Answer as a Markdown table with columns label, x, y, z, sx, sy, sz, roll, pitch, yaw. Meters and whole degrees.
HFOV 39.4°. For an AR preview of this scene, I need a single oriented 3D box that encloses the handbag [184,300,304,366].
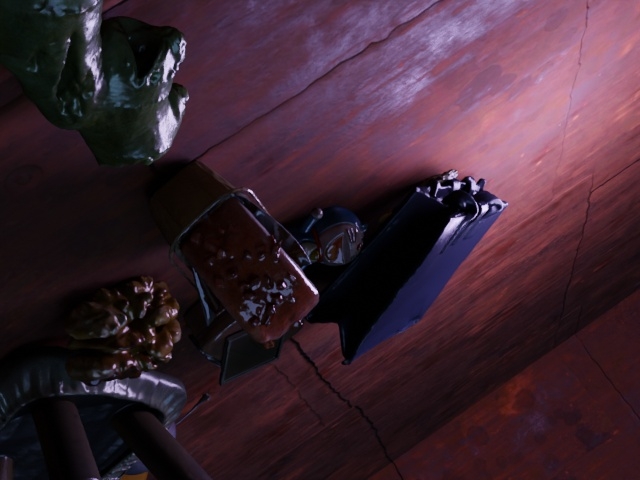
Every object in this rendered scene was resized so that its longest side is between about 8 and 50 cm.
| label | x | y | z | sx | sy | sz | roll | pitch | yaw |
| --- | --- | --- | --- | --- | --- | --- | --- | --- | --- |
| handbag | -0.119 | 0.126 | 1.378 | 0.151 | 0.072 | 0.193 | -36 | 157 | 2 |

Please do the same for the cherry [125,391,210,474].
| label | x | y | z | sx | sy | sz | roll | pitch | yaw |
| --- | --- | --- | --- | --- | --- | --- | --- | --- | --- |
| cherry | -0.278 | 0.290 | 1.444 | 0.188 | 0.115 | 0.148 | -40 | 117 | -6 |

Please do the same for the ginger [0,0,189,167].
| label | x | y | z | sx | sy | sz | roll | pitch | yaw |
| --- | --- | --- | --- | --- | --- | --- | --- | --- | --- |
| ginger | -0.191 | -0.158 | 0.756 | 0.137 | 0.089 | 0.290 | -20 | 153 | 11 |

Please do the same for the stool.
| label | x | y | z | sx | sy | sz | roll | pitch | yaw |
| --- | --- | --- | --- | --- | --- | --- | --- | --- | --- |
| stool | -0.333 | 0.331 | 1.207 | 0.310 | 0.226 | 0.310 | 24 | 113 | -45 |

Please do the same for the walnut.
| label | x | y | z | sx | sy | sz | roll | pitch | yaw |
| --- | --- | --- | --- | --- | --- | --- | --- | --- | --- |
| walnut | -0.246 | 0.123 | 1.152 | 0.170 | 0.069 | 0.143 | -18 | 118 | -44 |

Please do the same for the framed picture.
| label | x | y | z | sx | sy | sz | roll | pitch | yaw |
| --- | --- | --- | --- | --- | --- | --- | --- | --- | --- |
| framed picture | -0.102 | 0.167 | 1.376 | 0.109 | 0.011 | 0.149 | -23 | 153 | -26 |

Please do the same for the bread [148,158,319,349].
| label | x | y | z | sx | sy | sz | roll | pitch | yaw |
| --- | --- | --- | --- | --- | --- | --- | --- | --- | --- |
| bread | -0.101 | 0.026 | 1.051 | 0.142 | 0.212 | 0.224 | -39 | 157 | -4 |

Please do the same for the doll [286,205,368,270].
| label | x | y | z | sx | sy | sz | roll | pitch | yaw |
| --- | --- | --- | --- | --- | --- | --- | --- | --- | --- |
| doll | 0.000 | 0.000 | 1.292 | 0.152 | 0.085 | 0.114 | -15 | 132 | -17 |

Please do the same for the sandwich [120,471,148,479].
| label | x | y | z | sx | sy | sz | roll | pitch | yaw |
| --- | --- | --- | --- | --- | --- | --- | --- | --- | --- |
| sandwich | -0.350 | 0.492 | 1.614 | 0.144 | 0.187 | 0.117 | 2 | 137 | -45 |

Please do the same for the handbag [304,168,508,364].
| label | x | y | z | sx | sy | sz | roll | pitch | yaw |
| --- | --- | --- | --- | --- | --- | --- | --- | --- | --- |
| handbag | 0.146 | 0.027 | 1.450 | 0.329 | 0.122 | 0.303 | -53 | 163 | 23 |
